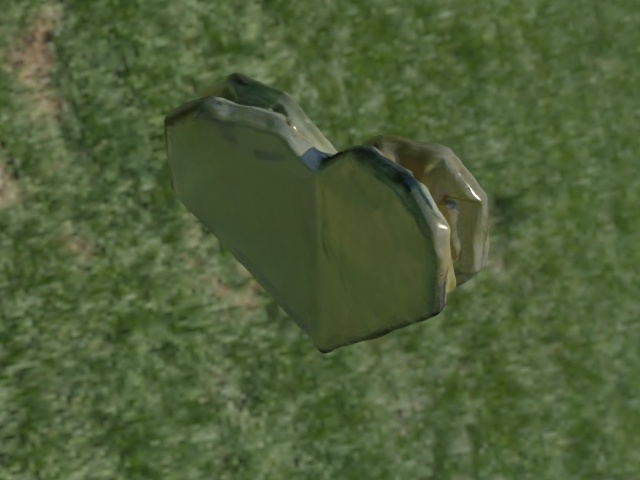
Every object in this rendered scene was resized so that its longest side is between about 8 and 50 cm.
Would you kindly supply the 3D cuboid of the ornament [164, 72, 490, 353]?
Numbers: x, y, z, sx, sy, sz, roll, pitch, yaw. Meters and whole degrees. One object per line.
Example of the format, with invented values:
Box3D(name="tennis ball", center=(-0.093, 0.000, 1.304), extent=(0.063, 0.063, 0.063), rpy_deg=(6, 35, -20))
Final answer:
Box3D(name="ornament", center=(0.000, 0.000, 0.898), extent=(0.059, 0.201, 0.180), rpy_deg=(-44, 146, -39))
